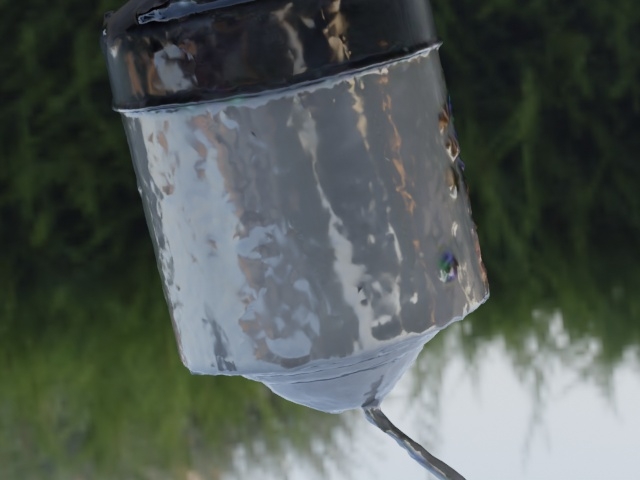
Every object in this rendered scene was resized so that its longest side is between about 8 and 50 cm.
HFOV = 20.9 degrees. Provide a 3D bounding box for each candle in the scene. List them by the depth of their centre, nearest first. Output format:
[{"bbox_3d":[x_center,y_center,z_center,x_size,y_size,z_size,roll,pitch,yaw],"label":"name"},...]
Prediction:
[{"bbox_3d":[0.000,0.000,0.963,0.187,0.330,0.187,-13,-169,2],"label":"candle"}]
